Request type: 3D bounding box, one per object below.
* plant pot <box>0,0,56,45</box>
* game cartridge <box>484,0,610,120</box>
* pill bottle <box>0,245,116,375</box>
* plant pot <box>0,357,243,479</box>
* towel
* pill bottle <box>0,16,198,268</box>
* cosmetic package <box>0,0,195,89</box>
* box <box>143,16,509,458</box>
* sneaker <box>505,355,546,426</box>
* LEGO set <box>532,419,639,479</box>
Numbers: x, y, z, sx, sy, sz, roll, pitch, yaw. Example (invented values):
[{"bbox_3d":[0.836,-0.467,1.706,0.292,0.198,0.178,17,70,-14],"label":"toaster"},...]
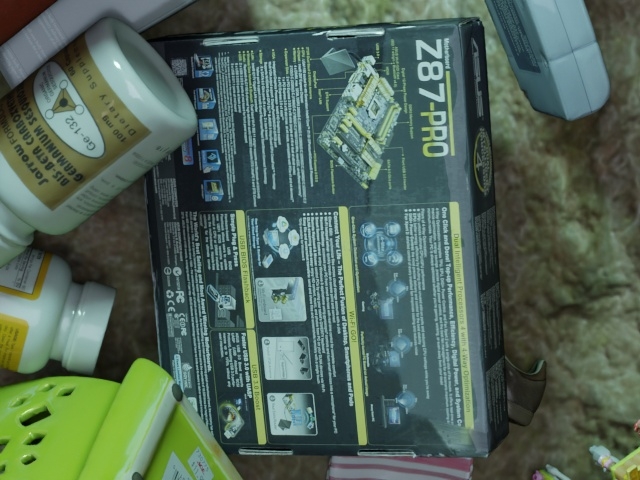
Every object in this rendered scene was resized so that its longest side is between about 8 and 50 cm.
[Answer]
[{"bbox_3d":[-0.314,-0.265,1.605,0.265,0.272,0.272,-43,99,6],"label":"plant pot"},{"bbox_3d":[0.177,-0.253,1.745,0.060,0.196,0.294,-23,100,1],"label":"game cartridge"},{"bbox_3d":[-0.301,0.057,1.802,0.208,0.117,0.117,16,98,-6],"label":"pill bottle"},{"bbox_3d":[-0.198,0.254,1.737,0.207,0.227,0.228,-19,117,25],"label":"plant pot"},{"bbox_3d":[0.073,0.292,1.908,0.144,0.029,0.197,5,99,-4],"label":"towel"},{"bbox_3d":[-0.233,-0.080,1.704,0.229,0.131,0.131,-37,100,13],"label":"pill bottle"},{"bbox_3d":[-0.203,-0.238,1.771,0.238,0.107,0.127,-29,98,-2],"label":"cosmetic package"},{"bbox_3d":[0.000,0.000,1.773,0.318,0.097,0.394,-2,99,20],"label":"box"},{"bbox_3d":[0.133,0.111,1.875,0.188,0.066,0.071,29,79,-13],"label":"sneaker"},{"bbox_3d":[0.287,0.240,1.898,0.132,0.107,0.287,30,92,-42],"label":"LEGO set"}]
